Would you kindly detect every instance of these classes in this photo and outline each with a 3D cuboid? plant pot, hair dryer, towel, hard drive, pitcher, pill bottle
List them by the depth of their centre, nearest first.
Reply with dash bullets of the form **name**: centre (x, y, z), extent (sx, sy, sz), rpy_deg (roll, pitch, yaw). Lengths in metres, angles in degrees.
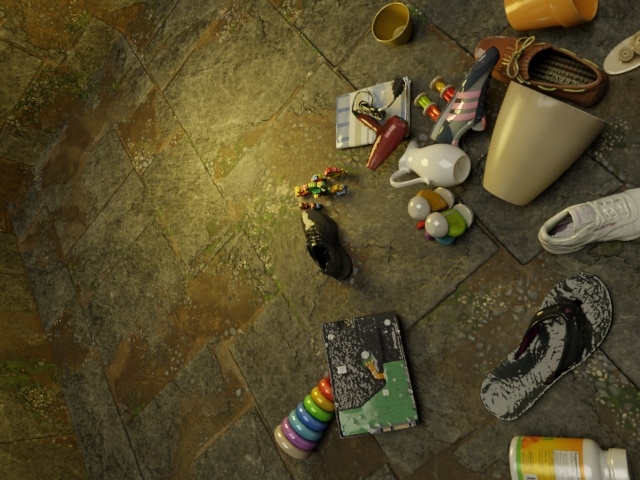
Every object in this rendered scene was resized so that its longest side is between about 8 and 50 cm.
- **pill bottle**: centre (0.587, 0.537, 1.197), extent (0.246, 0.136, 0.136), rpy_deg (-11, 75, 32)
- **plant pot**: centre (0.552, -0.237, 1.336), extent (0.256, 0.257, 0.273), rpy_deg (40, 118, 33)
- **plant pot**: centre (0.623, -0.671, 1.399), extent (0.188, 0.205, 0.204), rpy_deg (-5, 77, 49)
- **pitcher**: centre (0.321, -0.210, 1.513), extent (0.207, 0.125, 0.177), rpy_deg (23, 69, 47)
- **hard drive**: centre (0.144, 0.395, 1.518), extent (0.237, 0.064, 0.338), rpy_deg (-12, 71, 4)
- **hair dryer**: centre (0.195, -0.369, 1.668), extent (0.224, 0.080, 0.293), rpy_deg (-7, 74, 51)
- **plant pot**: centre (0.253, -0.708, 1.704), extent (0.134, 0.095, 0.134), rpy_deg (-7, 76, 32)
- **towel**: centre (0.177, -0.428, 1.738), extent (0.285, 0.034, 0.209), rpy_deg (-5, 80, 35)

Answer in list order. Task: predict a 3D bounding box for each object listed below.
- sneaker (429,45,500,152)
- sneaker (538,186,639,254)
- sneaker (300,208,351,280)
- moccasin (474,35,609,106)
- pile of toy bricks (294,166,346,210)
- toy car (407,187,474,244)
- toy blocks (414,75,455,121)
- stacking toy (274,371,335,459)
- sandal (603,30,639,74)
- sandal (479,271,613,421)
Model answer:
- **sneaker**: centre (0.442, -0.391, 1.458), extent (0.131, 0.112, 0.318), rpy_deg (38, 136, 12)
- **sneaker**: centre (0.687, -0.048, 1.241), extent (0.305, 0.152, 0.114), rpy_deg (-26, 65, 26)
- **sneaker**: centre (0.000, 0.000, 1.711), extent (0.109, 0.130, 0.286), rpy_deg (-43, 59, 22)
- **moccasin**: centre (0.588, -0.480, 1.398), extent (0.380, 0.147, 0.139), rpy_deg (43, 105, 32)
- **pile of toy bricks**: centre (-0.017, -0.180, 1.773), extent (0.213, 0.105, 0.117), rpy_deg (-18, 71, 30)
- **toy car**: centre (0.343, -0.061, 1.497), extent (0.182, 0.159, 0.136), rpy_deg (50, 143, 30)
- **toy blocks**: centre (0.381, -0.423, 1.585), extent (0.123, 0.054, 0.148), rpy_deg (-45, 60, 17)
- **stacking toy**: centre (-0.005, 0.521, 1.614), extent (0.141, 0.141, 0.330), rpy_deg (37, 97, 34)
- **sandal**: centre (0.834, -0.513, 1.280), extent (0.240, 0.079, 0.088), rpy_deg (-24, 68, 28)
- **sandal**: centre (0.569, 0.278, 1.280), extent (0.168, 0.107, 0.445), rpy_deg (39, 103, 33)
